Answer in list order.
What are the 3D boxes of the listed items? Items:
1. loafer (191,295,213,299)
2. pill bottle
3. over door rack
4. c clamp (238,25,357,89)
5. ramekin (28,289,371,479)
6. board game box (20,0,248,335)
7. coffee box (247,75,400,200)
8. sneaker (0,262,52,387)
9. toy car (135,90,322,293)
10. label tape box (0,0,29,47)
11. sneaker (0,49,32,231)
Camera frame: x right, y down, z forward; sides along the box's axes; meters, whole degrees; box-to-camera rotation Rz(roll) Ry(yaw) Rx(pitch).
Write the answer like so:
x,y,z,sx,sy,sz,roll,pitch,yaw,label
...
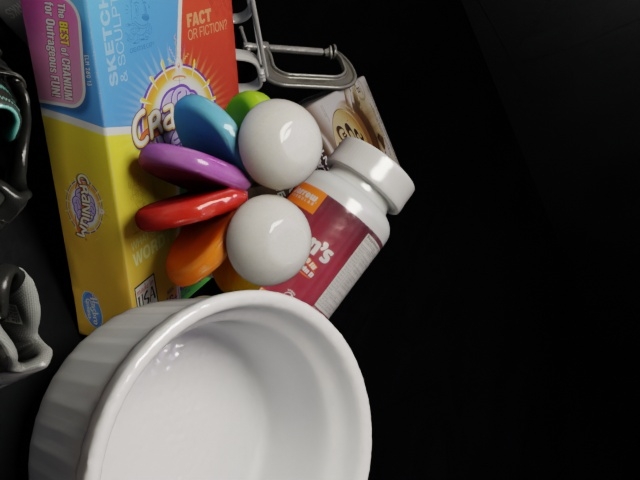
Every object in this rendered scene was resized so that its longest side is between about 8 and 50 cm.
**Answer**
x,y,z,sx,sy,sz,roll,pitch,yaw,label
-0.070,0.180,0.839,0.268,0.092,0.102,53,26,-2,loafer
0.000,0.000,0.878,0.221,0.121,0.121,-53,132,-8,pill bottle
-0.112,-0.349,0.923,0.324,0.108,0.239,119,-37,-70,over door rack
-0.030,-0.254,1.091,0.137,0.161,0.022,-99,-162,-44,c clamp
-0.099,0.176,0.652,0.277,0.135,0.277,0,90,-44,ramekin
-0.155,-0.100,0.745,0.242,0.064,0.316,-48,139,-59,board game box
-0.004,-0.106,1.087,0.168,0.119,0.297,67,28,-12,coffee box
-0.267,0.021,0.522,0.228,0.132,0.086,50,35,-36,sneaker
-0.091,-0.044,0.673,0.136,0.159,0.182,9,85,-33,toy car
-0.243,-0.305,0.787,0.333,0.106,0.240,50,35,-35,label tape box
-0.274,-0.120,0.625,0.101,0.106,0.267,13,62,-57,sneaker
